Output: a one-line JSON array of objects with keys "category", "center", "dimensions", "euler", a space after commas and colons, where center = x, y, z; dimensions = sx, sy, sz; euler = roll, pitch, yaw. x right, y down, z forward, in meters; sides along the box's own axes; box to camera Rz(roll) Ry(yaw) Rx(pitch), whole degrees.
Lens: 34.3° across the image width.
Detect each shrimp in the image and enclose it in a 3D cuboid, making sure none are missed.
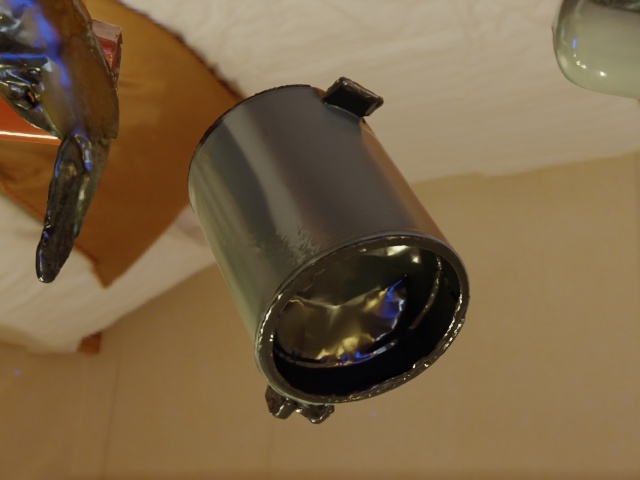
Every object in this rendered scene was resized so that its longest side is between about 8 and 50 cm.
[{"category": "shrimp", "center": [-0.214, -0.042, 0.480], "dimensions": [0.262, 0.198, 0.051], "euler": [-34, -177, -21]}]

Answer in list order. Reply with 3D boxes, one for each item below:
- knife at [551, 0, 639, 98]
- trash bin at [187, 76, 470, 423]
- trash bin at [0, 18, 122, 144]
[{"category": "knife", "center": [0.209, -0.058, 0.333], "dimensions": [0.266, 0.040, 0.073], "euler": [11, -152, 18]}, {"category": "trash bin", "center": [0.000, 0.000, 1.059], "dimensions": [0.217, 0.262, 0.277], "euler": [19, 117, -37]}, {"category": "trash bin", "center": [-0.328, -0.164, 1.049], "dimensions": [0.239, 0.184, 0.161], "euler": [11, -160, -11]}]
